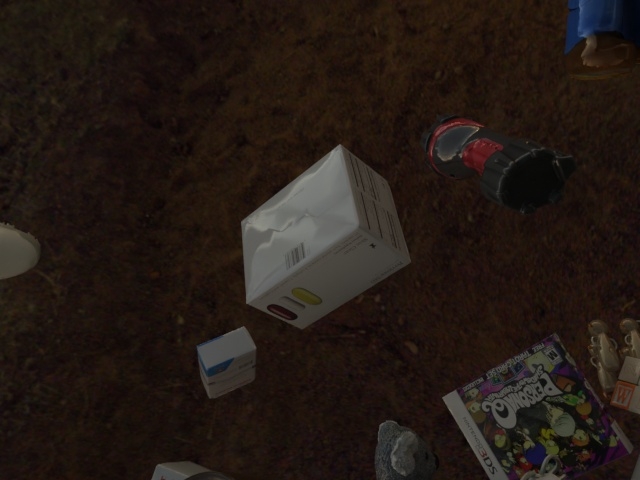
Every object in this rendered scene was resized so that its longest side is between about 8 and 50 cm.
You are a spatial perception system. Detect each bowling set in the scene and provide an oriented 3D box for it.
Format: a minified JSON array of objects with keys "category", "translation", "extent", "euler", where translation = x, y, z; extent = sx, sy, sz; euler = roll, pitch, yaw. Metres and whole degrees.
[{"category":"bowling set","translation":[0.724,0.290,1.461],"extent":[0.287,0.200,0.154],"euler":[14,49,-17]}]

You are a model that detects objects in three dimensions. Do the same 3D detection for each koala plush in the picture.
[{"category":"koala plush","translation":[0.161,0.470,1.174],"extent":[0.204,0.196,0.221],"euler":[-5,86,-4]}]

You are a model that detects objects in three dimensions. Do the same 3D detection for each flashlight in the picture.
[{"category":"flashlight","translation":[0.218,-0.107,0.816],"extent":[0.103,0.304,0.103],"euler":[13,108,-9]}]

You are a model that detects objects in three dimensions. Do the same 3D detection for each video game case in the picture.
[{"category":"video game case","translation":[0.354,0.303,1.011],"extent":[0.232,0.042,0.210],"euler":[-38,70,26]}]

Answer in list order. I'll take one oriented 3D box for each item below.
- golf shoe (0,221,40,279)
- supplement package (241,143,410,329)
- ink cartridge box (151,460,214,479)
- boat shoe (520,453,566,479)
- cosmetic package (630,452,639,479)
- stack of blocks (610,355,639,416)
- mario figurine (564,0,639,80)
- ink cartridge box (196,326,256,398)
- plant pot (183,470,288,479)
[{"category":"golf shoe","translation":[-0.350,0.026,0.553],"extent":[0.086,0.176,0.069],"euler":[47,128,45]},{"category":"supplement package","translation":[0.000,0.000,1.090],"extent":[0.262,0.145,0.204],"euler":[-36,44,27]},{"category":"ink cartridge box","translation":[-0.174,0.430,0.918],"extent":[0.176,0.127,0.128],"euler":[14,75,17]},{"category":"boat shoe","translation":[0.324,0.379,0.838],"extent":[0.367,0.135,0.156],"euler":[-6,31,19]},{"category":"cosmetic package","translation":[0.482,0.212,0.476],"extent":[0.330,0.393,0.327],"euler":[26,62,21]},{"category":"stack of blocks","translation":[0.604,0.262,0.875],"extent":[0.171,0.297,0.087],"euler":[25,83,-13]},{"category":"mario figurine","translation":[0.254,-0.299,0.482],"extent":[0.170,0.198,0.320],"euler":[0,113,43]},{"category":"ink cartridge box","translation":[-0.250,0.331,1.616],"extent":[0.140,0.190,0.082],"euler":[-20,60,-21]},{"category":"plant pot","translation":[-0.037,0.288,0.496],"extent":[0.215,0.230,0.215],"euler":[-23,38,19]}]
